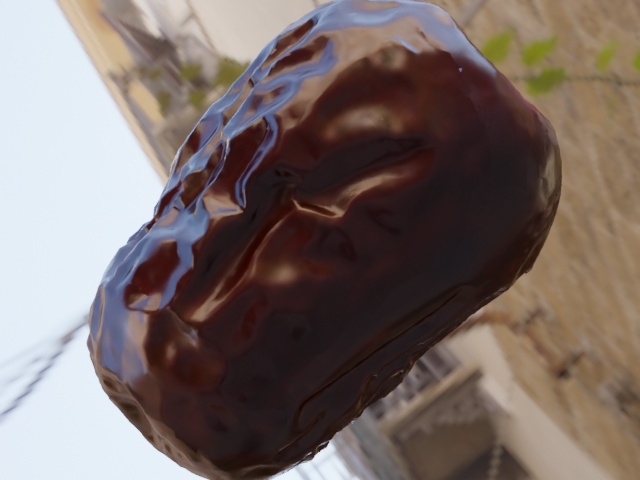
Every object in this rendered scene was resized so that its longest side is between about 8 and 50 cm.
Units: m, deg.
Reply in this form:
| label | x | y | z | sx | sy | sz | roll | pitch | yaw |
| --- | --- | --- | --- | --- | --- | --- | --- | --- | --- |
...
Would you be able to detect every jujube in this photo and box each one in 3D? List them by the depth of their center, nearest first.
| label | x | y | z | sx | sy | sz | roll | pitch | yaw |
| --- | --- | --- | --- | --- | --- | --- | --- | --- | --- |
| jujube | 0.000 | 0.000 | 0.866 | 0.230 | 0.155 | 0.155 | -46 | -53 | -9 |
